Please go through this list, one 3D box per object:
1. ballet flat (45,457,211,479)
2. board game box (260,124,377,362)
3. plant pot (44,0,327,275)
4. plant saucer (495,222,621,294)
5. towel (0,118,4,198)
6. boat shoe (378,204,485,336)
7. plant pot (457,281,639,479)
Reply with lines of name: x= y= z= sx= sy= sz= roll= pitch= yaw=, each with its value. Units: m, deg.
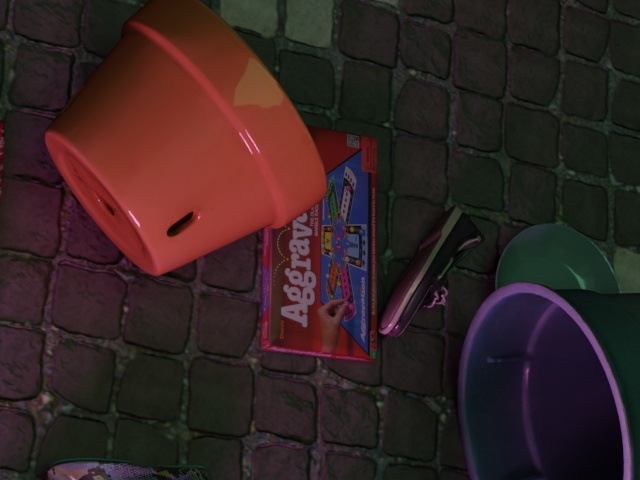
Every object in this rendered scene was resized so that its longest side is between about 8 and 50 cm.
ballet flat: x=-0.200 y=0.270 z=1.832 sx=0.188 sy=0.070 sz=0.070 roll=5 pitch=73 yaw=-25
board game box: x=0.000 y=0.000 z=2.047 sx=0.145 sy=0.027 sz=0.281 roll=8 pitch=71 yaw=-24
plant pot: x=-0.160 y=-0.097 z=1.864 sx=0.203 sy=0.291 sz=0.291 roll=-40 pitch=96 yaw=-15
plant saucer: x=0.296 y=0.076 z=2.175 sx=0.195 sy=0.037 sz=0.195 roll=9 pitch=70 yaw=-25
towel: x=-0.442 y=-0.018 z=1.816 sx=0.199 sy=0.031 sz=0.275 roll=10 pitch=69 yaw=-23
boat shoe: x=0.140 y=0.047 z=2.080 sx=0.065 sy=0.075 sz=0.206 roll=39 pitch=56 yaw=-9
plant pot: x=0.391 y=0.199 z=1.998 sx=0.334 sy=0.341 sz=0.341 roll=-6 pitch=78 yaw=-25
